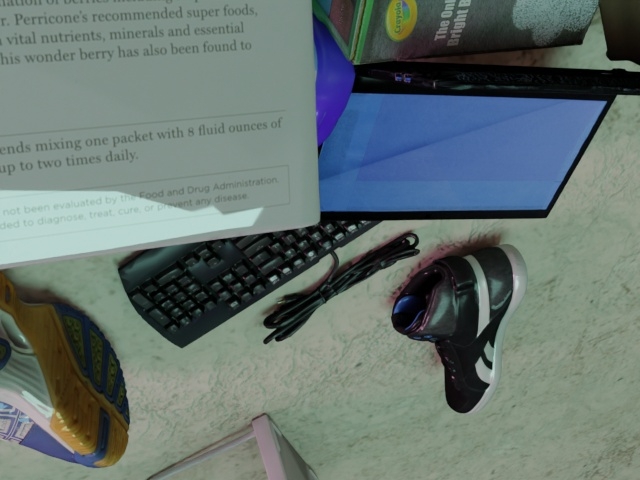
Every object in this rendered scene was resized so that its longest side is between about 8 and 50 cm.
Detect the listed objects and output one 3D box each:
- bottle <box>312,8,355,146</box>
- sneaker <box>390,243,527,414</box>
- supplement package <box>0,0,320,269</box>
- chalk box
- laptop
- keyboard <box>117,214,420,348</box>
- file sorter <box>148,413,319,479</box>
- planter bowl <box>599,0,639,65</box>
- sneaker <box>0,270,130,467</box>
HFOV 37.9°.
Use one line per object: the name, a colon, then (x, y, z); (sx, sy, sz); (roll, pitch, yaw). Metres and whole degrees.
bottle: (-0.119, -0.118, 0.533); (0.282, 0.118, 0.092); (6, 131, -33)
sneaker: (0.123, 0.097, 0.947); (0.121, 0.079, 0.217); (-7, 128, -19)
supplement package: (-0.116, -0.153, 0.359); (0.177, 0.175, 0.293); (-8, 106, -22)
chalk box: (0.056, -0.195, 0.541); (0.213, 0.132, 0.132); (-8, 138, -21)
laptop: (0.128, -0.054, 0.648); (0.234, 0.264, 0.137); (-2, 103, -17)
keyboard: (0.000, 0.000, 0.800); (0.317, 0.033, 0.201); (-32, 141, 7)
file sorter: (-0.064, 0.369, 0.977); (0.173, 0.278, 0.193); (-24, 141, 2)
planter bowl: (0.251, -0.185, 0.659); (0.109, 0.162, 0.162); (-10, 145, 20)
sneaker: (-0.262, 0.100, 0.722); (0.131, 0.112, 0.296); (-17, 141, 14)
